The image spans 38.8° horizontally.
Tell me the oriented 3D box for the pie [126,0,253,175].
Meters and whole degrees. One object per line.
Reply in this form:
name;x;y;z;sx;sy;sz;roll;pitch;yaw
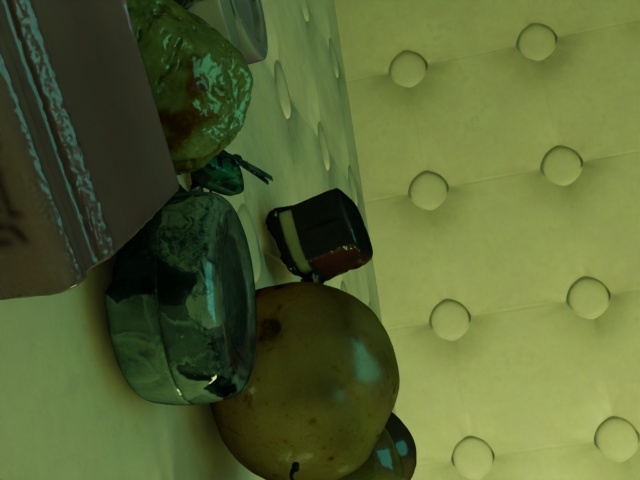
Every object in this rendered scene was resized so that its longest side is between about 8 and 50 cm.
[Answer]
pie;-0.196;-0.185;1.030;0.201;0.248;0.090;-61;-160;-9

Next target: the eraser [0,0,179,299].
eraser;-0.263;-0.164;0.827;0.272;0.122;0.359;-59;140;-64

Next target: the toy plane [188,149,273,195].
toy plane;-0.170;-0.114;1.402;0.235;0.096;0.060;25;51;-56

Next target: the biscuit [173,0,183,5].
biscuit;-0.286;-0.491;1.095;0.368;0.076;0.394;59;13;-63

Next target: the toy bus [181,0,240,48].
toy bus;-0.197;-0.260;1.225;0.302;0.139;0.113;-88;164;-64

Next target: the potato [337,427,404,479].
potato;0.036;0.470;1.615;0.202;0.218;0.351;10;-71;59

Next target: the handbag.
handbag;0.000;0.000;1.911;0.254;0.181;0.181;20;50;-77

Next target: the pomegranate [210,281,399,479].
pomegranate;-0.019;0.213;1.354;0.319;0.319;0.319;-10;90;-80

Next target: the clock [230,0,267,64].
clock;-0.185;-0.476;1.637;0.338;0.102;0.339;-10;90;-80

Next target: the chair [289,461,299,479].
chair;-0.046;0.420;1.246;0.213;0.149;0.174;53;23;-34

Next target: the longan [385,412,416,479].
longan;0.087;0.428;1.822;0.248;0.248;0.248;-10;90;-80

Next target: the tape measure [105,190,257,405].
tape measure;-0.165;0.073;1.107;0.275;0.147;0.256;65;19;-67

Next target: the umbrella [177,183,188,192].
umbrella;-0.206;-0.063;1.325;0.036;0.031;0.133;60;3;21
